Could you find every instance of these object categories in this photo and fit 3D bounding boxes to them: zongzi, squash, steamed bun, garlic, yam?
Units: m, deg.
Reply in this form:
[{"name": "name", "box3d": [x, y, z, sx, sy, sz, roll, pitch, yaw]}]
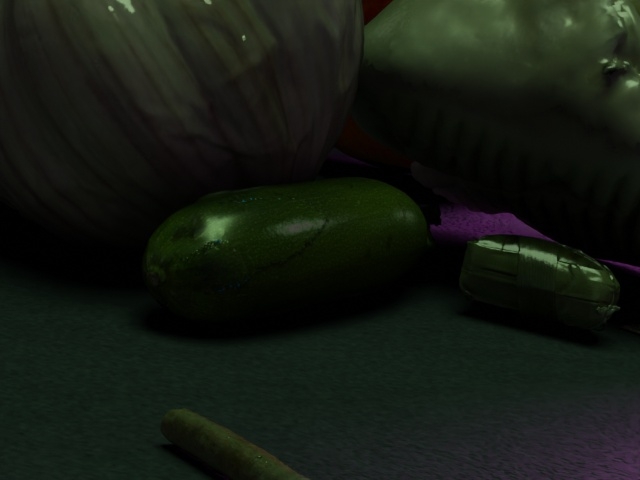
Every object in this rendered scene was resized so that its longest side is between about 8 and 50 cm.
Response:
[{"name": "zongzi", "box3d": [0.158, 0.029, 1.326, 0.109, 0.055, 0.119, 16, 2, 17]}, {"name": "squash", "box3d": [0.000, 0.002, 1.249, 0.087, 0.087, 0.331, 16, 12, 28]}, {"name": "steamed bun", "box3d": [0.224, -0.129, 1.456, 0.368, 0.255, 0.342, 21, -10, 15]}, {"name": "garlic", "box3d": [-0.106, -0.118, 1.313, 0.317, 0.259, 0.317, -25, 6, 3]}, {"name": "yam", "box3d": [-0.035, 0.102, 0.888, 0.021, 0.021, 0.116, 0, 14, -39]}]

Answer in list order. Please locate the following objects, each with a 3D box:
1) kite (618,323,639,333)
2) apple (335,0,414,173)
[{"name": "kite", "box3d": [0.234, 0.066, 1.321, 0.044, 0.002, 0.078, 3, 12, -30]}, {"name": "apple", "box3d": [0.109, -0.151, 1.745, 0.272, 0.206, 0.251, 14, 11, 25]}]
